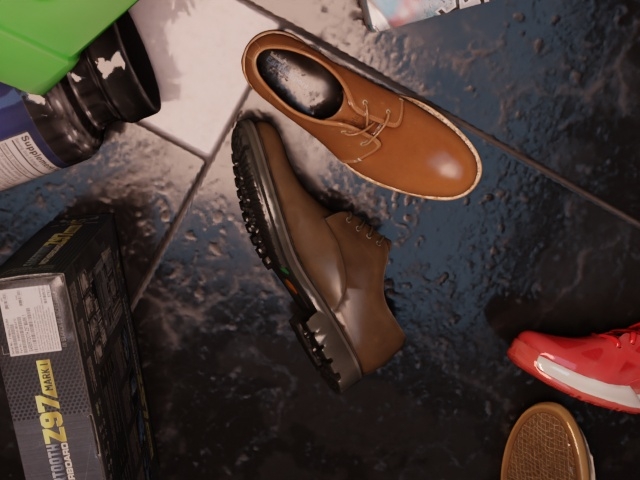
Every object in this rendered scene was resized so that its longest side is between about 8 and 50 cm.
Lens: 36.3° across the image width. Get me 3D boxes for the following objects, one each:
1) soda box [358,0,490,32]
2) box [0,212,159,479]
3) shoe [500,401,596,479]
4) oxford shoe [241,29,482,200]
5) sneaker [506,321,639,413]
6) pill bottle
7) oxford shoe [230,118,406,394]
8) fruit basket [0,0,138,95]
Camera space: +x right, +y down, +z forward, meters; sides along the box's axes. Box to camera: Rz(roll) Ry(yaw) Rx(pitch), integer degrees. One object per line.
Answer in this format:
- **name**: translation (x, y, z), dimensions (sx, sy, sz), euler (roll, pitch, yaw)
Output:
- **soda box**: translation (0.117, -0.206, 0.724), dimensions (0.183, 0.063, 0.058), euler (-16, 104, 2)
- **box**: translation (-0.177, 0.111, 0.733), dimensions (0.059, 0.183, 0.233), euler (-7, 105, 1)
- **shoe**: translation (0.201, 0.240, 0.844), dimensions (0.076, 0.058, 0.219), euler (2, 101, 30)
- **oxford shoe**: translation (0.032, -0.088, 0.746), dimensions (0.212, 0.076, 0.076), euler (27, 100, -9)
- **sneaker**: translation (0.266, 0.075, 0.798), dimensions (0.221, 0.087, 0.128), euler (17, 94, -18)
- **pill bottle**: translation (-0.235, -0.100, 0.711), dimensions (0.219, 0.123, 0.123), euler (-20, 103, 3)
- **oxford shoe**: translation (0.000, 0.000, 0.774), dimensions (0.096, 0.083, 0.227), euler (-29, 104, -13)
- **fruit basket**: translation (-0.287, -0.228, 0.501), dimensions (0.392, 0.392, 0.283), euler (-18, 80, 3)
